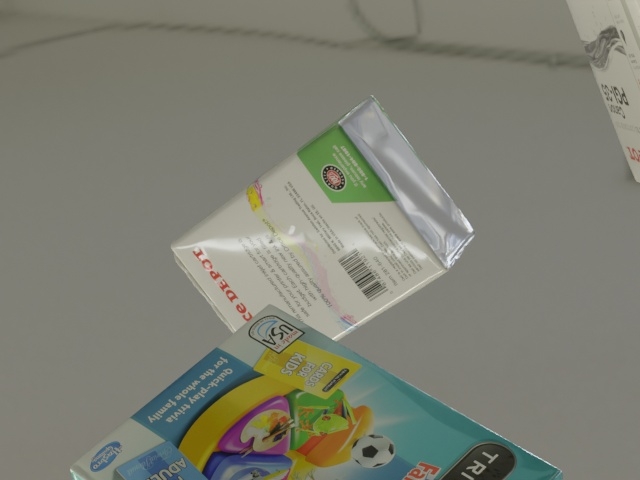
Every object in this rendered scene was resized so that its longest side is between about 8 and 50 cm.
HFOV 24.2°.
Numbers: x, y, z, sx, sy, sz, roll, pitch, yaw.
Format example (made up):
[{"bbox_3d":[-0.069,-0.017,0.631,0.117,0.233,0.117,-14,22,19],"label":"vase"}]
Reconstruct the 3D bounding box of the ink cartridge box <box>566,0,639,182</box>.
[{"bbox_3d":[0.260,-0.178,1.087,0.117,0.283,0.207,-23,-171,-1],"label":"ink cartridge box"}]

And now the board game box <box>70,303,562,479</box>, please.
[{"bbox_3d":[-0.005,0.217,1.271,0.336,0.079,0.254,27,-128,33],"label":"board game box"}]

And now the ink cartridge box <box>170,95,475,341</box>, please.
[{"bbox_3d":[0.000,0.000,1.702,0.278,0.201,0.117,-34,-174,32],"label":"ink cartridge box"}]
